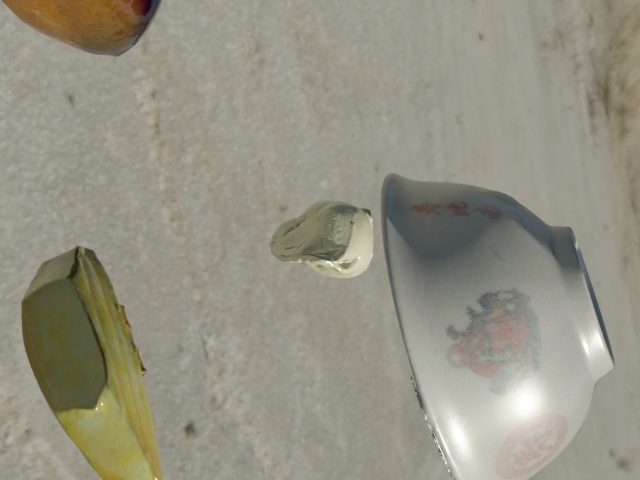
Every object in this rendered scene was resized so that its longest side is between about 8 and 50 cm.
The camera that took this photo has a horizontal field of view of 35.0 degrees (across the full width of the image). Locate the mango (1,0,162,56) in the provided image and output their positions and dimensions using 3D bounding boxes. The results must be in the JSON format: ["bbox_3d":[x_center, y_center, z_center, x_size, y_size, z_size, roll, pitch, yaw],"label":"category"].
[{"bbox_3d":[-0.218,-0.280,0.781,0.152,0.201,0.287,-75,147,-43],"label":"mango"}]

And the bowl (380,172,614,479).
[{"bbox_3d":[0.187,0.075,0.982,0.345,0.157,0.345,-18,90,-75],"label":"bowl"}]

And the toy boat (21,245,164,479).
[{"bbox_3d":[-0.143,0.080,0.645,0.066,0.065,0.172,38,25,-61],"label":"toy boat"}]

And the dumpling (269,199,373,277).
[{"bbox_3d":[-0.001,-0.002,1.453,0.181,0.155,0.111,12,79,-65],"label":"dumpling"}]
